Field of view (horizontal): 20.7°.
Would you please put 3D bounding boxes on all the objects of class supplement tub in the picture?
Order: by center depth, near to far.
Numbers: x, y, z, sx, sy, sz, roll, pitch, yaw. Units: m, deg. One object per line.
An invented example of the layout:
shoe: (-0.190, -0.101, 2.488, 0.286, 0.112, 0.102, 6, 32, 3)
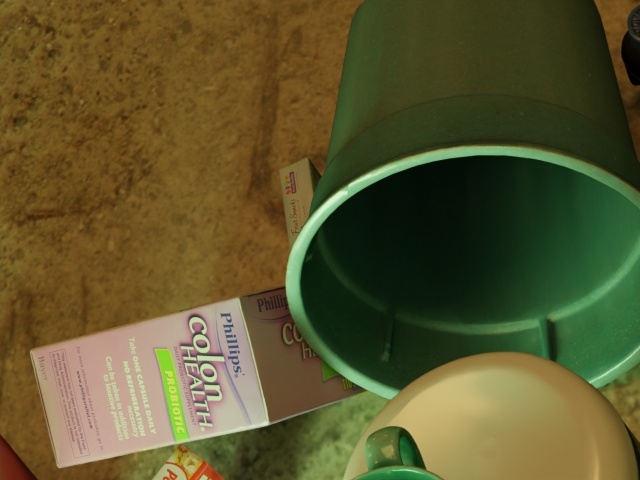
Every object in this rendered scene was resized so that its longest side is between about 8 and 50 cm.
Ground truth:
supplement tub: (0.173, 0.249, 1.343, 0.228, 0.316, 0.228, -15, 53, 21)

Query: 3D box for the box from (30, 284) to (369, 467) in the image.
box: (-0.103, 0.120, 1.638, 0.243, 0.213, 0.117, -16, 87, 30)

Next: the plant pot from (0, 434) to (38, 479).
plant pot: (-0.354, 0.309, 1.664, 0.275, 0.243, 0.275, -16, 52, 21)

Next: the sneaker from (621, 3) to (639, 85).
sneaker: (0.406, -0.174, 1.679, 0.232, 0.090, 0.081, 11, 61, 12)

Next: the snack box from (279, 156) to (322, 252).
snack box: (0.000, 0.000, 1.772, 0.037, 0.100, 0.141, -22, 50, 16)

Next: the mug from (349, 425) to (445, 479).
mug: (0.066, 0.214, 1.151, 0.129, 0.097, 0.157, 16, 69, 37)

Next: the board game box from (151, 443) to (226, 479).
board game box: (-0.141, 0.302, 1.609, 0.045, 0.147, 0.193, 28, 76, 41)

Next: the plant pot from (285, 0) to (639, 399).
plant pot: (0.147, -0.077, 1.608, 0.341, 0.341, 0.334, -16, 44, 20)
